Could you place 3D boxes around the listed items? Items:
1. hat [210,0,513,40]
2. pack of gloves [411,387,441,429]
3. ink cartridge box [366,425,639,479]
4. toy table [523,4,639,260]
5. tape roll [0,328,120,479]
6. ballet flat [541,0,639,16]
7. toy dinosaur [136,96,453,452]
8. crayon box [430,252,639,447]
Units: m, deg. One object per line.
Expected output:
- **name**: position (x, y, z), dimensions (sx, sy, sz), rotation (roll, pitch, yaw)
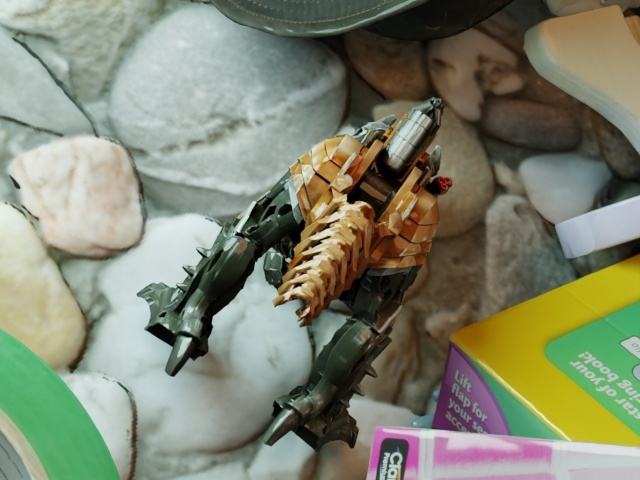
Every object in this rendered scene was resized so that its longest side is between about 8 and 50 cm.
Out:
- **hat**: position (0.085, -0.227, 1.322), dimensions (0.134, 0.331, 0.331), rotation (52, 48, -38)
- **pack of gloves**: position (0.172, 0.185, 1.234), dimensions (0.232, 0.046, 0.195), rotation (4, 64, -20)
- **ink cartridge box**: position (0.181, 0.204, 1.014), dimensions (0.069, 0.370, 0.176), rotation (28, 68, -54)
- **toy table**: position (0.271, -0.100, 1.315), dimensions (0.274, 0.252, 0.161), rotation (-15, 86, -38)
- **tape roll**: position (-0.269, 0.184, 1.045), dimensions (0.321, 0.077, 0.321), rotation (9, 61, -17)
- **ballet flat**: position (0.317, -0.318, 1.389), dimensions (0.409, 0.147, 0.147), rotation (-36, 81, -16)
- **toy dinosaur**: position (0.000, 0.000, 1.151), dimensions (0.164, 0.218, 0.322), rotation (41, 14, 20)
- **crayon box**: position (0.304, 0.147, 1.172), dimensions (0.313, 0.106, 0.363), rotation (-21, 45, -31)
